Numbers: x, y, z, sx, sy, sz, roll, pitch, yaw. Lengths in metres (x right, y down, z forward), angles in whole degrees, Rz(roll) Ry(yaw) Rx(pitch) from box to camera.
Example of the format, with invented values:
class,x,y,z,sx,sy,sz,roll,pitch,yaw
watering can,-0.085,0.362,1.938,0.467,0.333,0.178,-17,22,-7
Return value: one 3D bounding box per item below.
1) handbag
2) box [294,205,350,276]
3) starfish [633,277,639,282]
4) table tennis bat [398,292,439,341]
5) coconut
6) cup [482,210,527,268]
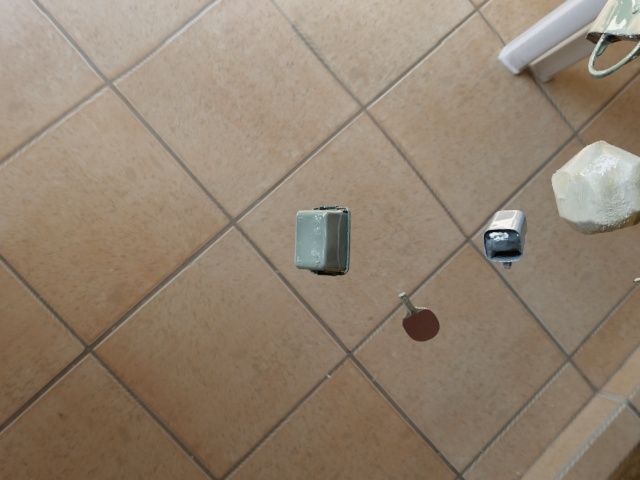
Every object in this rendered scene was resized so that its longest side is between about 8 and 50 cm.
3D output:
class,x,y,z,sx,sy,sz,roll,pitch,yaw
handbag,0.587,-0.412,1.051,0.109,0.241,0.315,23,102,-20
box,0.000,0.000,1.457,0.093,0.124,0.172,3,88,-52
starfish,0.879,0.143,1.493,0.050,0.138,0.247,-32,84,-19
table tennis bat,0.240,0.192,1.522,0.087,0.013,0.156,-29,113,15
coconut,0.781,-0.151,1.697,0.245,0.245,0.247,-17,96,-12
cup,0.486,0.002,1.576,0.095,0.129,0.128,-2,116,29
